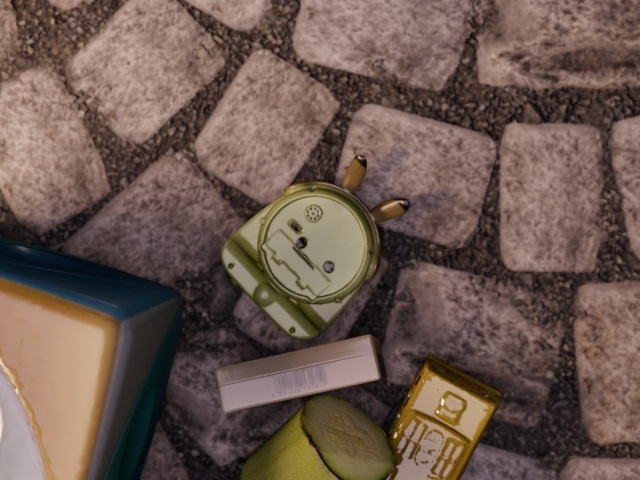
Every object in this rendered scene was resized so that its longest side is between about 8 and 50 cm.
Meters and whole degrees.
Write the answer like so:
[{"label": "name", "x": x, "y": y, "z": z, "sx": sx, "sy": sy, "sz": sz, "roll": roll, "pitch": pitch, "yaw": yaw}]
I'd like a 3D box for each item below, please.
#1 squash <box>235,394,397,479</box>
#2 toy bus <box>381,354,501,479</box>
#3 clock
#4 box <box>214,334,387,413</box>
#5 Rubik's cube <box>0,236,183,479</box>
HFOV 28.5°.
[{"label": "squash", "x": -0.028, "y": 0.277, "z": 1.576, "sx": 0.137, "sy": 0.287, "sz": 0.137, "roll": 14, "pitch": 61, "yaw": -27}, {"label": "toy bus", "x": 0.103, "y": 0.318, "z": 1.582, "sx": 0.121, "sy": 0.123, "sz": 0.335, "roll": 28, "pitch": 93, "yaw": 4}, {"label": "clock", "x": 0.000, "y": 0.000, "z": 1.608, "sx": 0.232, "sy": 0.069, "sz": 0.170, "roll": -45, "pitch": 88, "yaw": 4}, {"label": "box", "x": -0.021, "y": 0.167, "z": 1.579, "sx": 0.201, "sy": 0.141, "sz": 0.058, "roll": -14, "pitch": 83, "yaw": 6}, {"label": "Rubik's cube", "x": -0.383, "y": 0.185, "z": 1.503, "sx": 0.352, "sy": 0.351, "sz": 0.347, "roll": 16, "pitch": 93, "yaw": 1}]
